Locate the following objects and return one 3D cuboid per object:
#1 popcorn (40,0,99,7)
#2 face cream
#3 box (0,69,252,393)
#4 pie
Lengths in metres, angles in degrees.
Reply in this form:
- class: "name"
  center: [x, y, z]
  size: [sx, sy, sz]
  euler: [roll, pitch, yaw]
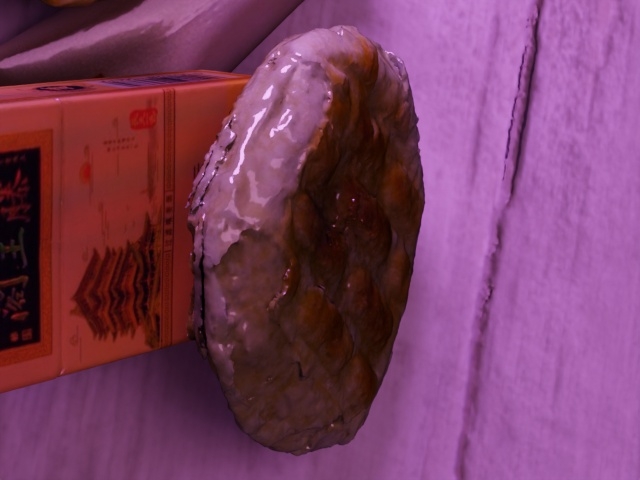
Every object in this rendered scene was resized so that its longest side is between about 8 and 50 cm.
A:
- class: "popcorn"
  center: [-0.182, -0.265, 1.037]
  size: [0.255, 0.195, 0.256]
  euler: [-26, 68, -22]
- class: "face cream"
  center: [-0.098, -0.159, 1.143]
  size: [0.341, 0.084, 0.137]
  euler: [-42, 112, -20]
- class: "box"
  center: [-0.146, -0.012, 1.018]
  size: [0.274, 0.076, 0.174]
  euler: [-12, 108, -49]
- class: "pie"
  center: [0.000, 0.000, 1.095]
  size: [0.306, 0.071, 0.306]
  euler: [-24, 117, -61]
